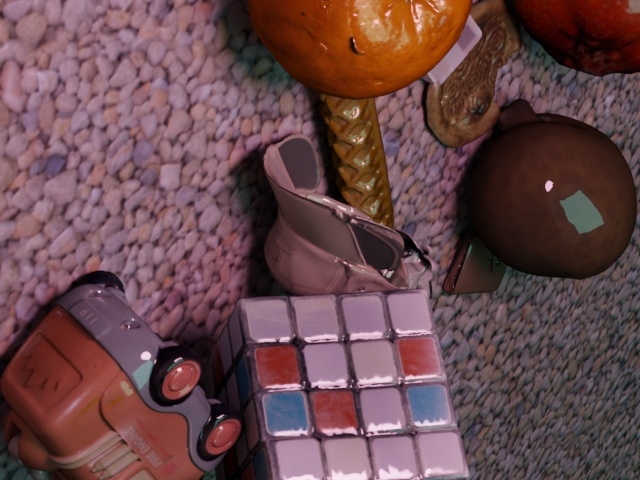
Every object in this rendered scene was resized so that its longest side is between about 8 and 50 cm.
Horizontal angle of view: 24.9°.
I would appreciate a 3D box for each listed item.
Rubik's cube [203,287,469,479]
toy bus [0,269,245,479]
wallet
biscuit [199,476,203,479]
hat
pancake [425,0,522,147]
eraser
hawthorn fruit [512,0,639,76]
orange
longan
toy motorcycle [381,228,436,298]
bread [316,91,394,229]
[{"bbox_3d":[0.007,0.224,1.824,0.259,0.253,0.256,-3,156,-19],"label":"Rubik's cube"},{"bbox_3d":[-0.243,0.198,1.680,0.232,0.194,0.287,-43,142,-15],"label":"toy bus"},{"bbox_3d":[0.267,0.036,2.386,0.153,0.039,0.118,-1,114,-52],"label":"wallet"},{"bbox_3d":[-0.198,0.338,1.854,0.301,0.049,0.197,-50,153,-75],"label":"biscuit"},{"bbox_3d":[-0.001,-0.006,1.861,0.161,0.232,0.275,-41,143,-6],"label":"hat"},{"bbox_3d":[0.227,-0.249,2.153,0.212,0.029,0.235,-7,115,-50],"label":"pancake"},{"bbox_3d":[0.176,-0.275,2.046,0.105,0.026,0.065,-48,128,-10],"label":"eraser"},{"bbox_3d":[0.425,-0.389,2.118,0.295,0.295,0.311,-13,121,-49],"label":"hawthorn fruit"},{"bbox_3d":[0.046,-0.307,1.690,0.284,0.226,0.284,-15,115,-35],"label":"orange"},{"bbox_3d":[0.356,-0.077,2.261,0.243,0.300,0.300,-27,158,27],"label":"longan"},{"bbox_3d":[0.087,0.065,2.110,0.221,0.102,0.150,-22,121,-39],"label":"toy motorcycle"},{"bbox_3d":[0.045,-0.133,1.944,0.077,0.084,0.367,-14,133,0],"label":"bread"}]
